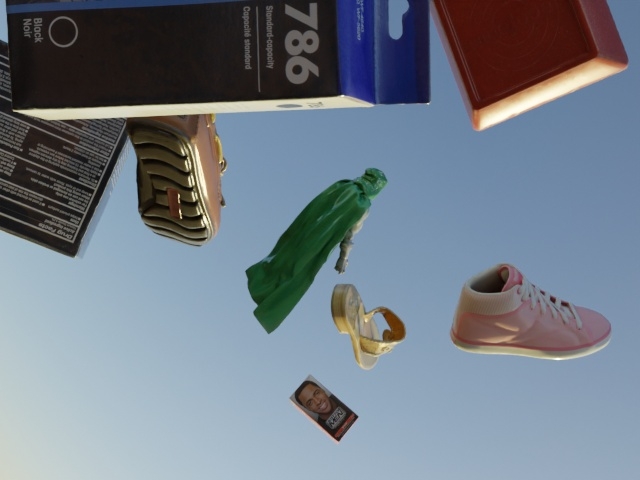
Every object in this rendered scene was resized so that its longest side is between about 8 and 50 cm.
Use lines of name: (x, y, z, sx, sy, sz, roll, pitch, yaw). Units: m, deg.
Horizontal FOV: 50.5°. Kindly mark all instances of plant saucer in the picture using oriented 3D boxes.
plant saucer: (0.303, -0.335, 1.055, 0.258, 0.047, 0.259, -21, -91, 36)

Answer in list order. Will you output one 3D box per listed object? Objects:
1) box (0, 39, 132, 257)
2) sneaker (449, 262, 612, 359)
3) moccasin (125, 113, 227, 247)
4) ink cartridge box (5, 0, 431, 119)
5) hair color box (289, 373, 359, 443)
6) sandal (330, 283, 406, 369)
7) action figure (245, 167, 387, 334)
box: (-0.511, -0.153, 1.201, 0.296, 0.294, 0.182, 24, -11, -13)
sneaker: (0.176, 0.056, 0.557, 0.134, 0.051, 0.070, 0, -61, 1)
moccasin: (-0.207, -0.111, 1.010, 0.139, 0.147, 0.380, 13, -29, 7)
ink cartridge box: (-0.078, -0.185, 0.532, 0.065, 0.332, 0.166, -32, 120, -84)
hair color box: (0.006, 0.364, 1.465, 0.141, 0.072, 0.043, 38, -20, 13)
sandal: (0.089, 0.138, 1.031, 0.079, 0.088, 0.240, 0, -29, 22)
action figure: (0.000, 0.000, 0.856, 0.063, 0.232, 0.137, 30, 18, -38)
